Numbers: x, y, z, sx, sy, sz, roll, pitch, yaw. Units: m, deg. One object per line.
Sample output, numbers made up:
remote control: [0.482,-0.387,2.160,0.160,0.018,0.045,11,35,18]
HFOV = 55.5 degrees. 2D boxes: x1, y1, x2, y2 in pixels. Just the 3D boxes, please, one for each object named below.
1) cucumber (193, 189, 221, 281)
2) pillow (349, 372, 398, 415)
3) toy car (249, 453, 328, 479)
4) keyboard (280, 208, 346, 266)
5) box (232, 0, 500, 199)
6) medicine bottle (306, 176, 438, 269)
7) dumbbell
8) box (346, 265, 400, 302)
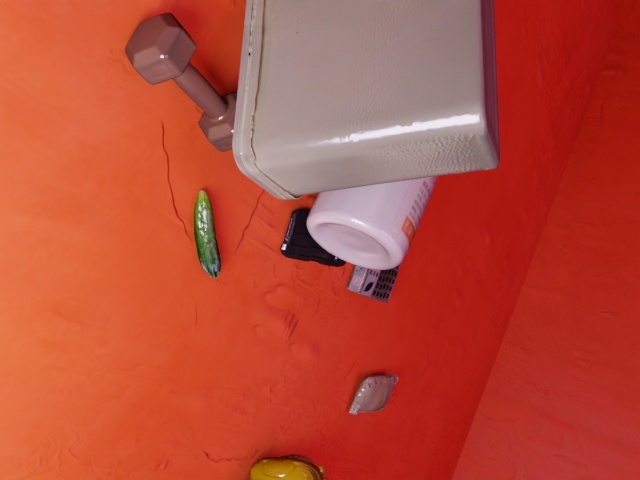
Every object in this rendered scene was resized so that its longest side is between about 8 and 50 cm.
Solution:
cucumber: [-0.186,-0.001,0.993,0.039,0.039,0.167,-33,128,-47]
pillow: [0.155,0.434,1.730,0.208,0.053,0.119,19,93,-59]
toy car: [-0.061,0.541,1.330,0.247,0.201,0.142,66,28,-50]
keyboard: [0.000,0.000,1.306,0.262,0.016,0.106,14,92,-58]
box: [0.073,-0.257,0.891,0.177,0.344,0.351,39,51,-61]
medicine bottle: [0.134,-0.143,1.256,0.371,0.211,0.211,-64,148,-22]
dumbbell: [-0.173,-0.215,0.863,0.231,0.092,0.081,44,39,-55]
box: [0.172,-0.010,1.548,0.180,0.047,0.324,25,82,-58]
